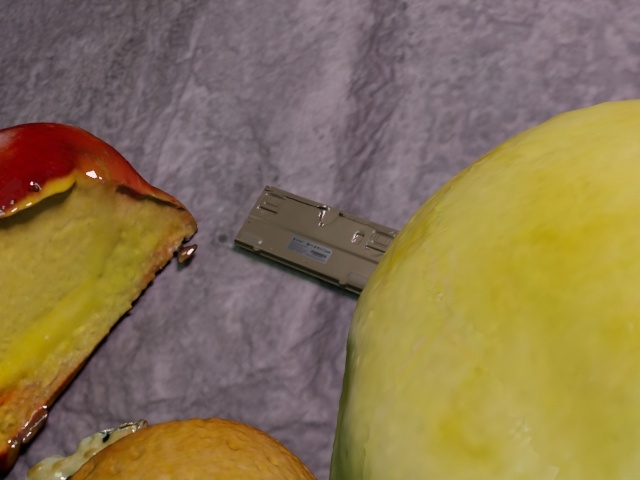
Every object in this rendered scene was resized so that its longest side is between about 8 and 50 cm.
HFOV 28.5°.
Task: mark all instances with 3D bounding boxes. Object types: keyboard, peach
[{"bbox_3d":[0.000,0.000,0.820,0.129,0.015,0.049,20,76,39],"label":"keyboard"},{"bbox_3d":[0.144,0.097,0.479,0.281,0.314,0.315,-49,40,22],"label":"peach"},{"bbox_3d":[-0.237,0.034,0.855,0.154,0.159,0.267,27,77,47],"label":"peach"}]

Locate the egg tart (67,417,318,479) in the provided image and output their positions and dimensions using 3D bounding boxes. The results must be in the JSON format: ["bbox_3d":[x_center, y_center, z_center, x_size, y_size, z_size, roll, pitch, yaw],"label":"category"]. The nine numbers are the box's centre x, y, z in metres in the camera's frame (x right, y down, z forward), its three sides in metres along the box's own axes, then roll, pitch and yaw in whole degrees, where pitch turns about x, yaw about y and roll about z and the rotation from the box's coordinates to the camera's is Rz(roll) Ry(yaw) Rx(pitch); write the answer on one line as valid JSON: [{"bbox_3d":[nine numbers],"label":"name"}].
[{"bbox_3d":[-0.061,0.187,0.613,0.202,0.202,0.147,-37,37,4],"label":"egg tart"}]

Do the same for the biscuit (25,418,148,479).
[{"bbox_3d":[-0.168,0.216,0.767,0.144,0.016,0.203,-20,51,19],"label":"biscuit"}]
